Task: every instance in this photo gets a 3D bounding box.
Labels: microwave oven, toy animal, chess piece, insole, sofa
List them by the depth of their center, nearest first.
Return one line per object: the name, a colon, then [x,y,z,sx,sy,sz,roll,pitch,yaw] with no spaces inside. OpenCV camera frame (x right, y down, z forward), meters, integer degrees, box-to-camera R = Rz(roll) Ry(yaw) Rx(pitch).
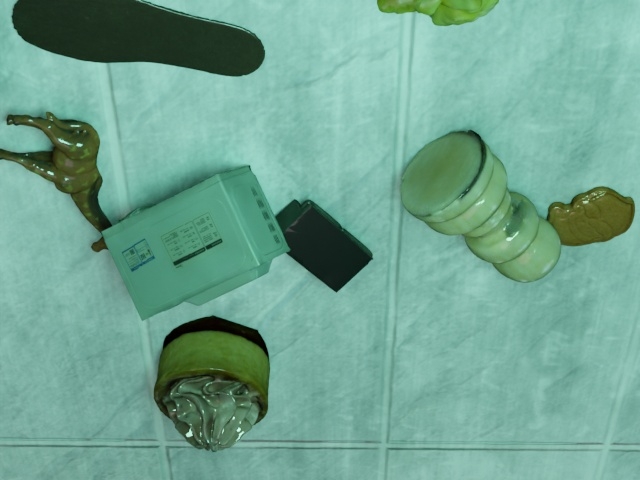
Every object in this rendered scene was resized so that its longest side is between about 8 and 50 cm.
insole: [-0.233,-0.266,1.499,0.327,0.007,0.111,9,134,-7]
chess piece: [0.244,-0.029,1.634,0.142,0.143,0.261,-32,129,27]
toy animal: [-0.352,-0.080,1.636,0.229,0.066,0.224,20,131,-23]
microwave oven: [-0.173,0.004,1.639,0.208,0.122,0.162,-25,91,22]
sofa: [0.000,0.000,1.718,0.085,0.060,0.147,-43,121,14]

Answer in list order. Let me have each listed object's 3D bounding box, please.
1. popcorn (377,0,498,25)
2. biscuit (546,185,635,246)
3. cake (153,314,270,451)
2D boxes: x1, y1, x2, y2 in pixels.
popcorn: [0.119,-0.346,1.288,0.259,0.212,0.259,-3,128,-4]
biscuit: [0.396,-0.032,1.699,0.130,0.019,0.102,-16,132,14]
cake: [-0.177,0.250,1.868,0.185,0.178,0.208,-2,130,4]
